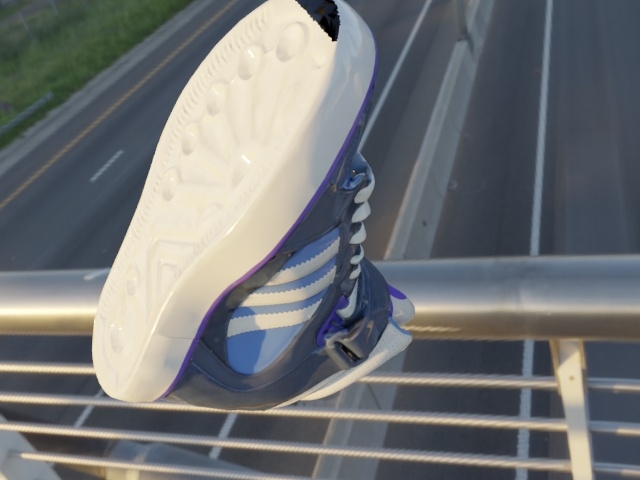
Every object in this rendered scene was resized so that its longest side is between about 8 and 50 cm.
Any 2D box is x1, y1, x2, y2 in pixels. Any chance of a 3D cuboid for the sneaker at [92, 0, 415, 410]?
[{"bbox_3d":[0.000,0.001,0.498,0.236,0.322,0.130,9,36,-40],"label":"sneaker"}]
